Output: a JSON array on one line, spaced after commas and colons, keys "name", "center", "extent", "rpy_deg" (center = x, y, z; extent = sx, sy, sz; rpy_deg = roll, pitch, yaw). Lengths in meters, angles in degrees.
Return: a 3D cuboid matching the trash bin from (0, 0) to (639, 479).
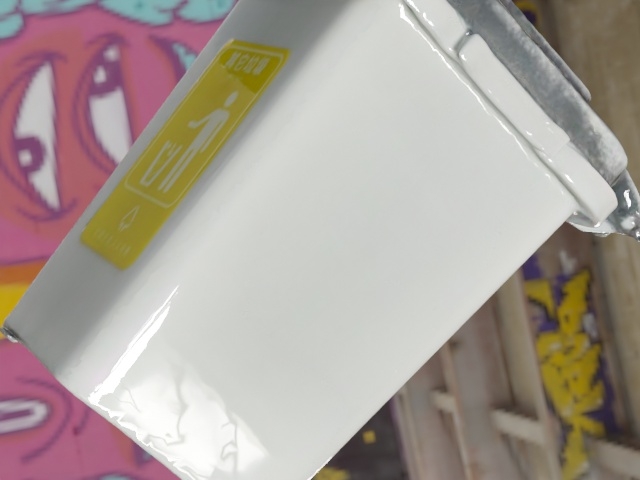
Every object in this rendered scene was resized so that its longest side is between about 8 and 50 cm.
[{"name": "trash bin", "center": [0.000, 0.000, 0.982], "extent": [0.296, 0.367, 0.256], "rpy_deg": [44, -10, -27]}]
